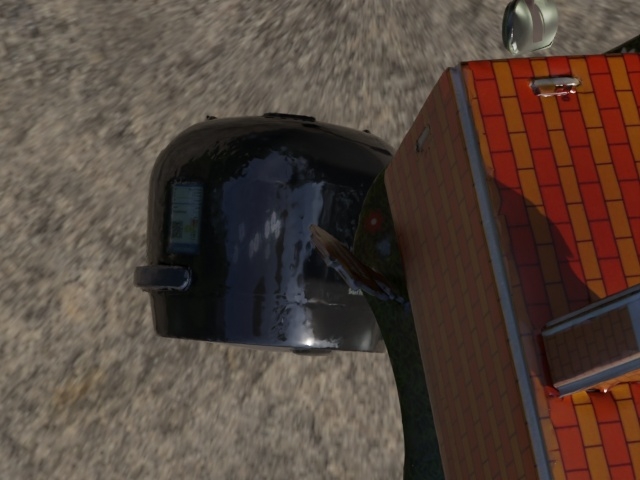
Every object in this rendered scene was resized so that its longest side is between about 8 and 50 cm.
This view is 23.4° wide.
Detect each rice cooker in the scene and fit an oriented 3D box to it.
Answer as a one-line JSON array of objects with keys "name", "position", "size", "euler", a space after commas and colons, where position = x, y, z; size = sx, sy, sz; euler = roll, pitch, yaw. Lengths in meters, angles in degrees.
[{"name": "rice cooker", "position": [-0.044, -0.004, 1.489], "size": [0.267, 0.267, 0.224], "euler": [3, 87, 1]}]

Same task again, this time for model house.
[{"name": "model house", "position": [0.081, 0.046, 0.611], "size": [0.207, 0.154, 0.293], "euler": [-23, 63, 28]}]

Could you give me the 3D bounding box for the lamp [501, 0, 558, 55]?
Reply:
[{"name": "lamp", "position": [0.171, -0.332, 1.659], "size": [0.124, 0.203, 0.283], "euler": [-44, 77, 13]}]
